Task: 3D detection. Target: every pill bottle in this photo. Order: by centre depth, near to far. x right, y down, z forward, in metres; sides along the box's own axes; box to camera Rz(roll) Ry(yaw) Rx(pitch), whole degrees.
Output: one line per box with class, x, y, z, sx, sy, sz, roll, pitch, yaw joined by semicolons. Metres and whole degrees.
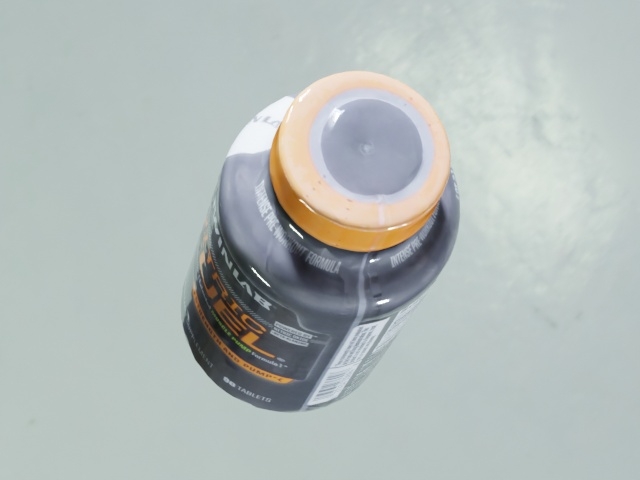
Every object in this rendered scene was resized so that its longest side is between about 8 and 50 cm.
pill bottle;0.000;0.000;0.936;0.130;0.130;0.246;42;156;7
